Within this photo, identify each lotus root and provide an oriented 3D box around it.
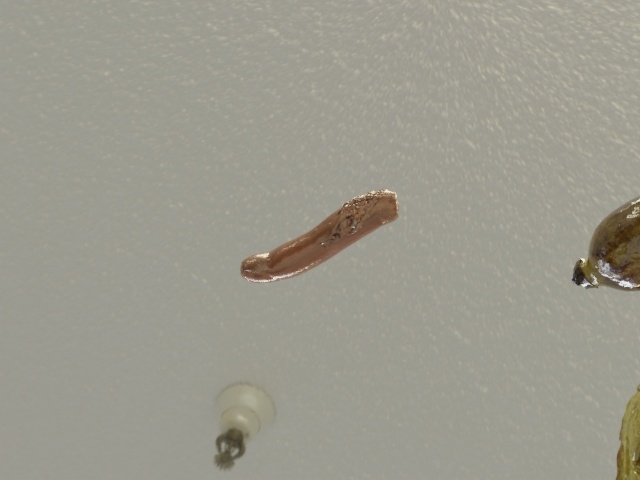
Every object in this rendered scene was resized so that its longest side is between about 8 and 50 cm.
[{"bbox_3d":[0.502,0.000,1.226,0.260,0.128,0.145,-36,-48,26],"label":"lotus root"}]

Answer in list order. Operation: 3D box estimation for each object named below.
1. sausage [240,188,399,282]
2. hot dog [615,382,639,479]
[{"bbox_3d":[0.000,0.000,1.373,0.304,0.078,0.078,-30,-78,10],"label":"sausage"},{"bbox_3d":[0.229,0.088,0.439,0.169,0.061,0.078,-45,-99,6],"label":"hot dog"}]
